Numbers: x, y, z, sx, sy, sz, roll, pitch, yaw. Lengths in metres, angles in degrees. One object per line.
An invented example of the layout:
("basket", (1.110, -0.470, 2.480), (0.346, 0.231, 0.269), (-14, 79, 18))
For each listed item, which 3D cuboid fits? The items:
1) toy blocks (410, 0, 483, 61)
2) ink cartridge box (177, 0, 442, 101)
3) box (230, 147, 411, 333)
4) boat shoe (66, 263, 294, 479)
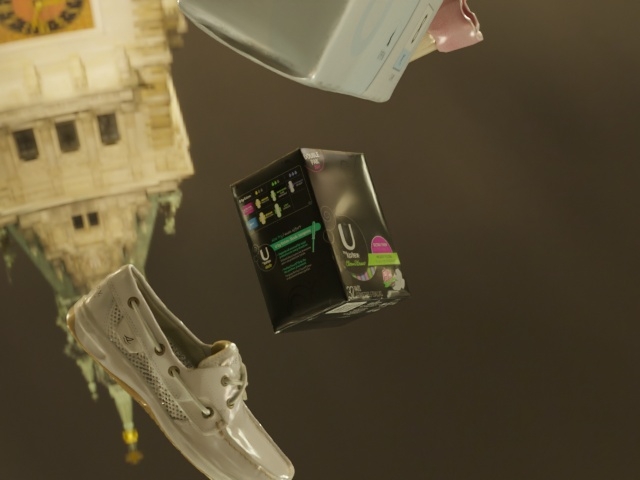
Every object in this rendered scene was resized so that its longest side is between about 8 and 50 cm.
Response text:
("toy blocks", (0.081, -0.374, 1.091), (0.260, 0.288, 0.309), (-25, -132, 16))
("ink cartridge box", (0.078, -0.270, 0.690), (0.091, 0.308, 0.385), (32, -80, 7))
("box", (0.000, 0.000, 0.605), (0.062, 0.052, 0.083), (0, -112, -54))
("boat shoe", (-0.114, 0.137, 1.107), (0.096, 0.098, 0.277), (-43, -81, 10))
